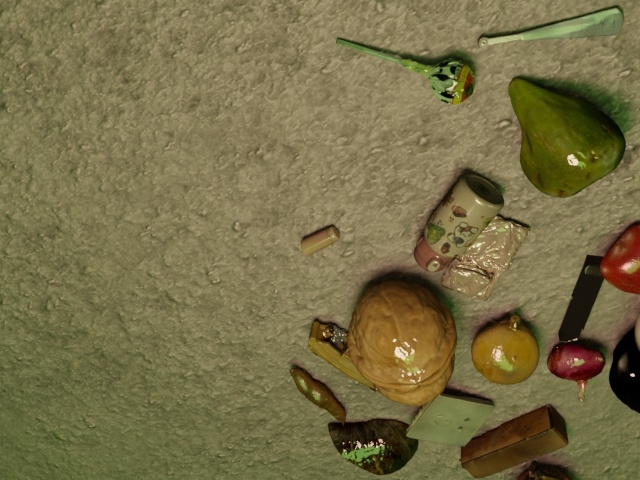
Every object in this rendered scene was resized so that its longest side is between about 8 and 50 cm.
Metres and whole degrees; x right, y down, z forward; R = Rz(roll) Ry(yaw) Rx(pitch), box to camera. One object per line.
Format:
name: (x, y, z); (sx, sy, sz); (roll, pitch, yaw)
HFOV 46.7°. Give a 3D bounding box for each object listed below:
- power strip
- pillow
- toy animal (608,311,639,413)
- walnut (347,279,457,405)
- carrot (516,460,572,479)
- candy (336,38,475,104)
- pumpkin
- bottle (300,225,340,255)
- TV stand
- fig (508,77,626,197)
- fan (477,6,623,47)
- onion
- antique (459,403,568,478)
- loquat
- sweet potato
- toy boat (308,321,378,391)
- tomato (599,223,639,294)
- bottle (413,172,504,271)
power strip: (0.364, 0.500, 2.127); (0.213, 0.064, 0.198); (16, 125, -19)
pillow: (0.399, 0.047, 1.812); (0.135, 0.049, 0.248); (22, 123, -2)
toy animal: (0.847, 0.262, 1.790); (0.251, 0.251, 0.310); (15, 113, -1)
walnut: (0.205, 0.248, 1.825); (0.252, 0.313, 0.277); (5, 120, -15)
carrot: (0.667, 0.777, 2.196); (0.214, 0.193, 0.331); (4, 134, 34)
candy: (0.176, -0.364, 1.552); (0.305, 0.083, 0.091); (19, 121, 5)
pumpkin: (0.174, 0.602, 2.205); (0.278, 0.111, 0.163); (32, 119, -12)
bottle: (0.000, 0.000, 1.844); (0.096, 0.045, 0.045); (-26, 117, 22)
TV stand: (0.653, 0.151, 1.848); (0.049, 0.040, 0.256); (9, 126, 3)
fig: (0.489, -0.232, 1.540); (0.206, 0.206, 0.275); (-36, 90, 29)
fan: (0.458, -0.424, 1.487); (0.282, 0.023, 0.057); (-5, 126, 10)
onion: (0.662, 0.343, 1.912); (0.150, 0.140, 0.150); (6, 158, 3)
antique: (0.552, 0.585, 2.138); (0.310, 0.093, 0.087); (-33, 114, 27)
loquat: (0.476, 0.278, 1.902); (0.172, 0.149, 0.204); (9, 115, 7)
sweet potato: (-0.001, 0.453, 2.154); (0.067, 0.067, 0.274); (-30, 117, 26)
toy boat: (0.106, 0.313, 2.019); (0.310, 0.089, 0.115); (35, 132, -16)
tomato: (0.755, 0.059, 1.723); (0.174, 0.082, 0.166); (30, 107, -22)
bottle: (0.311, -0.029, 1.728); (0.120, 0.120, 0.253); (26, 124, -9)
